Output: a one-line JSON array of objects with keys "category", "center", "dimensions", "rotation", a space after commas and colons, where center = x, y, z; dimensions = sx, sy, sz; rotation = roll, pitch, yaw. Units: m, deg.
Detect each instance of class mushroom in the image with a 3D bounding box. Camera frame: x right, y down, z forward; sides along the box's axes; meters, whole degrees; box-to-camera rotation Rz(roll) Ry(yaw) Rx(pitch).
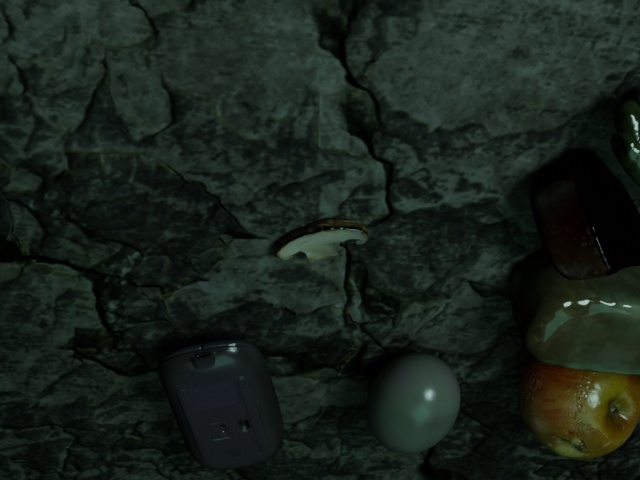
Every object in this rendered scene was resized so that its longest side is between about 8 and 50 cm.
[{"category": "mushroom", "center": [0.000, 0.000, 1.688], "dimensions": [0.101, 0.019, 0.049], "rotation": [-13, 135, 7]}]

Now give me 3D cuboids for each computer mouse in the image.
[{"category": "computer mouse", "center": [-0.111, 0.182, 1.830], "dimensions": [0.120, 0.057, 0.232], "rotation": [-12, 139, 3]}]

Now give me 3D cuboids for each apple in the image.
[{"category": "apple", "center": [0.298, 0.174, 1.830], "dimensions": [0.146, 0.146, 0.146], "rotation": [-5, 136, -5]}]

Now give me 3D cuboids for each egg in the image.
[{"category": "egg", "center": [0.105, 0.185, 1.835], "dimensions": [0.103, 0.103, 0.135], "rotation": [6, 137, -16]}]

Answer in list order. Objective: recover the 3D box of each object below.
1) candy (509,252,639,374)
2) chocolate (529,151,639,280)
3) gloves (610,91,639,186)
[{"category": "candy", "center": [0.326, 0.080, 1.763], "dimensions": [0.234, 0.104, 0.102], "rotation": [10, 129, -18]}, {"category": "chocolate", "center": [0.270, -0.007, 1.667], "dimensions": [0.080, 0.125, 0.149], "rotation": [-17, 143, 32]}, {"category": "gloves", "center": [0.392, -0.066, 1.623], "dimensions": [0.268, 0.135, 0.107], "rotation": [19, 88, -29]}]
